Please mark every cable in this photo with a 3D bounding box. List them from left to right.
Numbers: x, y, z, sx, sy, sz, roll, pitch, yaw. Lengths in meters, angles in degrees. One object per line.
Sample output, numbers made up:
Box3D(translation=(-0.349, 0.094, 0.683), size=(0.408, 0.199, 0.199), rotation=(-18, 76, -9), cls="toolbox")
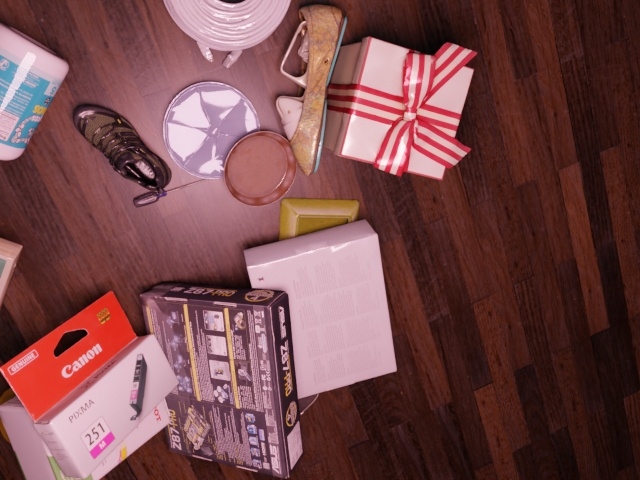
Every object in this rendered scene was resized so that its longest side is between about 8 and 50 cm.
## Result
Box3D(translation=(-0.182, -0.504, 1.090), size=(0.257, 0.089, 0.257), rotation=(-41, 110, 0), cls="cable")

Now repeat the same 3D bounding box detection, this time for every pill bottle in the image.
Box3D(translation=(-0.589, -0.250, 1.029), size=(0.146, 0.146, 0.264), rotation=(31, 96, -19), cls="pill bottle")

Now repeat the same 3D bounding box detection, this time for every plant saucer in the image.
Box3D(translation=(-0.131, -0.155, 1.210), size=(0.168, 0.029, 0.169), rotation=(-14, 121, -24), cls="plant saucer")
Box3D(translation=(0.000, 0.000, 1.294), size=(0.188, 0.045, 0.189), rotation=(0, 104, -14), cls="plant saucer")

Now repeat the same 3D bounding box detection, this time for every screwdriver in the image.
Box3D(translation=(-0.317, -0.107, 1.206), size=(0.169, 0.025, 0.024), rotation=(-22, 108, -16), cls="screwdriver")

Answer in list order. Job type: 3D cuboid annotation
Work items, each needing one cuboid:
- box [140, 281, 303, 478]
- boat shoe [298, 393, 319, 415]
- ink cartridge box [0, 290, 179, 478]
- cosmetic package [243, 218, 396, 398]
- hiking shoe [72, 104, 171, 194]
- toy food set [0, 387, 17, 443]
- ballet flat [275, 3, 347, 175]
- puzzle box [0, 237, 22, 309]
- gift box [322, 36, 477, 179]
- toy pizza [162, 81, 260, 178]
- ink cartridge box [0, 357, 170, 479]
Box3D(translation=(-0.209, 0.295, 1.211), size=(0.318, 0.097, 0.395), rotation=(1, 107, 22), cls="box")
Box3D(translation=(-0.091, 0.428, 1.372), size=(0.223, 0.073, 0.080), rotation=(-34, 110, -3), cls="boat shoe")
Box3D(translation=(-0.421, 0.260, 1.073), size=(0.060, 0.275, 0.239), rotation=(-11, 110, 31), cls="ink cartridge box")
Box3D(translation=(0.007, 0.166, 1.281), size=(0.284, 0.097, 0.378), rotation=(-15, 117, -9), cls="cosmetic package")
Box3D(translation=(-0.389, -0.183, 1.112), size=(0.227, 0.114, 0.086), rotation=(40, 92, -20), cls="hiking shoe")
Box3D(translation=(-0.622, 0.373, 1.213), size=(0.217, 0.071, 0.128), rotation=(5, 93, 23), cls="toy food set")
Box3D(translation=(-0.034, -0.314, 1.167), size=(0.123, 0.123, 0.349), rotation=(9, 97, -16), cls="ballet flat")
Box3D(translation=(-0.812, 0.048, 1.063), size=(0.408, 0.052, 0.272), rotation=(24, 116, -19), cls="puzzle box")
Box3D(translation=(0.164, -0.272, 1.149), size=(0.276, 0.258, 0.255), rotation=(6, 104, -14), cls="gift box")
Box3D(translation=(-0.228, -0.230, 1.181), size=(0.201, 0.032, 0.201), rotation=(-6, 109, -17), cls="toy pizza")
Box3D(translation=(-0.465, 0.355, 1.144), size=(0.117, 0.278, 0.202), rotation=(-8, 103, 31), cls="ink cartridge box")
